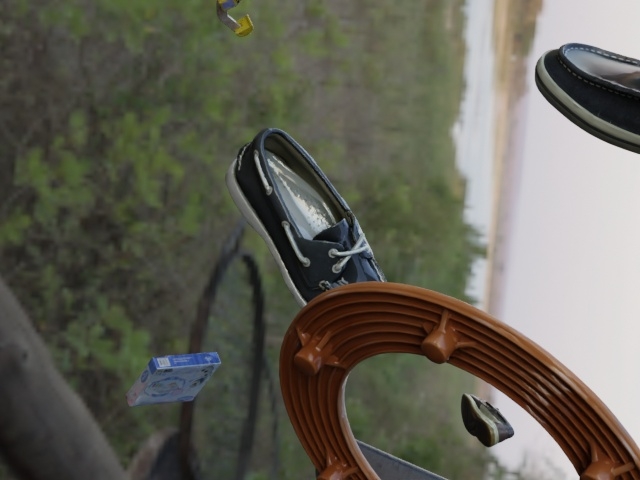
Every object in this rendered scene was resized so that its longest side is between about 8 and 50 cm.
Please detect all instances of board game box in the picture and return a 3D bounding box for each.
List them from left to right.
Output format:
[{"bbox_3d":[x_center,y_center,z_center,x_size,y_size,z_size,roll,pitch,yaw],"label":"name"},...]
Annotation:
[{"bbox_3d":[-0.181,0.170,1.766,0.090,0.090,0.020,-53,-130,41],"label":"board game box"}]

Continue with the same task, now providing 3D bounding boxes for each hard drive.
[{"bbox_3d":[0.083,0.291,1.606,0.255,0.172,0.054,78,36,-67],"label":"hard drive"}]

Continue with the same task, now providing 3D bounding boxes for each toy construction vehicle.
[{"bbox_3d":[-0.083,-0.218,1.142,0.086,0.035,0.098,61,-5,28],"label":"toy construction vehicle"}]

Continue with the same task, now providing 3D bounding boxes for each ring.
[{"bbox_3d":[0.101,0.173,1.072,0.032,0.336,0.336,-46,150,-35],"label":"ring"}]

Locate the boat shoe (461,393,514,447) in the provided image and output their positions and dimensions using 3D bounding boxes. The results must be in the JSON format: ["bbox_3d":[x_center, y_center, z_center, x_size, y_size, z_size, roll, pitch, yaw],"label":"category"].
[{"bbox_3d":[0.259,0.281,2.245,0.152,0.049,0.056,-125,-147,-68],"label":"boat shoe"}]

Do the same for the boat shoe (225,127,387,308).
[{"bbox_3d":[0.000,0.000,1.725,0.114,0.302,0.091,-35,171,-41],"label":"boat shoe"}]

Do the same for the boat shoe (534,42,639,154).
[{"bbox_3d":[0.505,-0.172,1.824,0.187,0.500,0.156,-27,133,-46],"label":"boat shoe"}]
